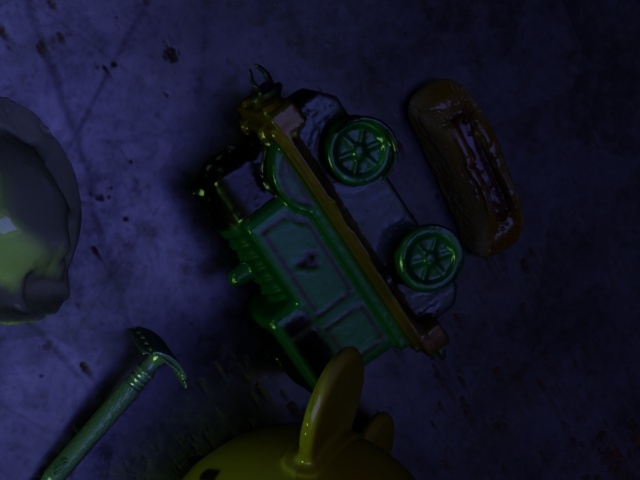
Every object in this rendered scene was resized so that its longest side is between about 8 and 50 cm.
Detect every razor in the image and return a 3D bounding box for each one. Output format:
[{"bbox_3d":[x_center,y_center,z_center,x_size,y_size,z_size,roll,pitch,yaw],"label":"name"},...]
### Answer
[{"bbox_3d":[-0.250,0.209,1.465,0.068,0.106,0.232,41,88,-20],"label":"razor"}]

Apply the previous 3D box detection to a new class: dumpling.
[{"bbox_3d":[-0.326,-0.024,1.399,0.179,0.131,0.252,16,65,-48],"label":"dumpling"}]

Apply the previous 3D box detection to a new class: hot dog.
[{"bbox_3d":[0.195,-0.092,1.651,0.084,0.073,0.243,-31,106,-25],"label":"hot dog"}]

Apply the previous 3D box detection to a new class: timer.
[{"bbox_3d":[-0.013,0.333,1.446,0.376,0.376,0.387,29,69,-24],"label":"timer"}]

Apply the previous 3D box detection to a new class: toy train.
[{"bbox_3d":[0.000,0.000,1.518,0.249,0.178,0.429,-36,108,-7],"label":"toy train"}]
